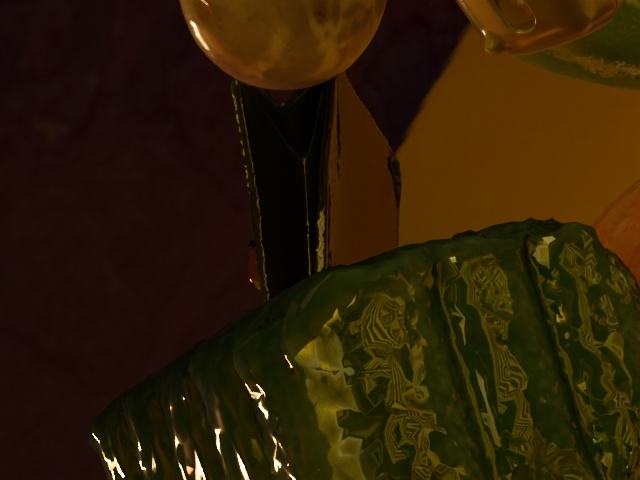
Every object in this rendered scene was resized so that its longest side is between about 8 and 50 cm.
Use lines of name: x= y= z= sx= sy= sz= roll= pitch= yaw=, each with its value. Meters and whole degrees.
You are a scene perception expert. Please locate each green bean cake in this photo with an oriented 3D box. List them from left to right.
green bean cake: x=0.071 y=0.097 z=0.823 sx=0.308 sy=0.300 sz=0.169 roll=-36 pitch=-110 yaw=59

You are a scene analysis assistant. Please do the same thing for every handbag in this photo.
handbag: x=0.000 y=0.000 z=1.746 sx=0.122 sy=0.329 sz=0.303 roll=-7 pitch=-23 yaw=14

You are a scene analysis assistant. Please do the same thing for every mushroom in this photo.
mushroom: x=-0.041 y=-0.255 z=1.529 sx=0.178 sy=0.226 sz=0.226 roll=15 pitch=-29 yaw=44

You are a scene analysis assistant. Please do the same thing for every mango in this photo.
mango: x=0.326 y=-0.260 z=1.852 sx=0.343 sy=0.156 sz=0.192 roll=20 pitch=-13 yaw=13

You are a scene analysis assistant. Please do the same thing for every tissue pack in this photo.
tissue pack: x=0.155 y=-0.232 z=1.252 sx=0.123 sy=0.127 sz=0.178 roll=-12 pitch=-58 yaw=44

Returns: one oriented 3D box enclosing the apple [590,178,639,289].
apple: x=0.307 y=0.076 z=1.157 sx=0.299 sy=0.275 sz=0.299 roll=46 pitch=-34 yaw=44
